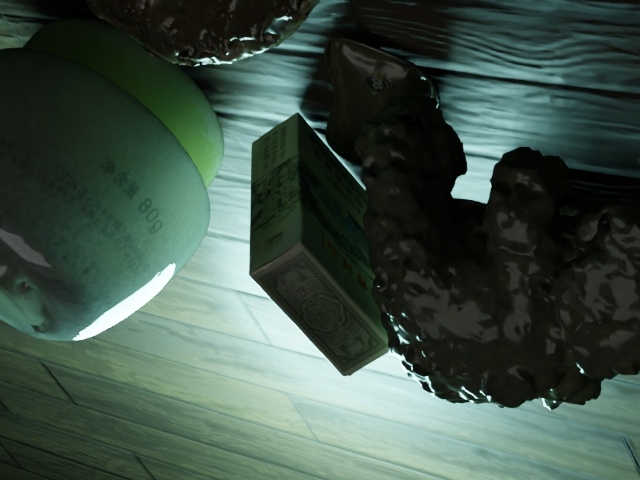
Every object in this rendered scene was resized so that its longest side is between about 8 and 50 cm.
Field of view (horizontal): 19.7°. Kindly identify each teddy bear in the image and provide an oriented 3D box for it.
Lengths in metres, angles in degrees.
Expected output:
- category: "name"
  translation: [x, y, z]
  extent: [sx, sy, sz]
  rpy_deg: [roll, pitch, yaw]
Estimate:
- category: "teddy bear"
  translation: [0.226, 0.037, 1.763]
  extent: [0.368, 0.224, 0.357]
  rpy_deg: [2, 139, 24]

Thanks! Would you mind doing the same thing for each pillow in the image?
- category: "pillow"
  translation: [0.063, -0.124, 1.859]
  extent: [0.130, 0.033, 0.217]
  rpy_deg: [25, 152, 13]

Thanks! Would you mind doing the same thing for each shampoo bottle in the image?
- category: "shampoo bottle"
  translation: [-0.283, -0.062, 2.041]
  extent: [0.322, 0.317, 0.322]
  rpy_deg: [24, 151, 14]

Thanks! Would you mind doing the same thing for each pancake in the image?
- category: "pancake"
  translation: [-0.137, -0.330, 1.657]
  extent: [0.387, 0.082, 0.387]
  rpy_deg: [23, 139, 22]

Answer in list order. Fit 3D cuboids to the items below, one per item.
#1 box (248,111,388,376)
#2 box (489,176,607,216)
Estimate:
- category: "box"
  translation: [0.000, 0.000, 1.914]
  extent: [0.069, 0.256, 0.164]
  rpy_deg: [-32, 119, 18]
- category: "box"
  translation: [0.246, -0.018, 1.842]
  extent: [0.156, 0.022, 0.089]
  rpy_deg: [20, 151, 27]
